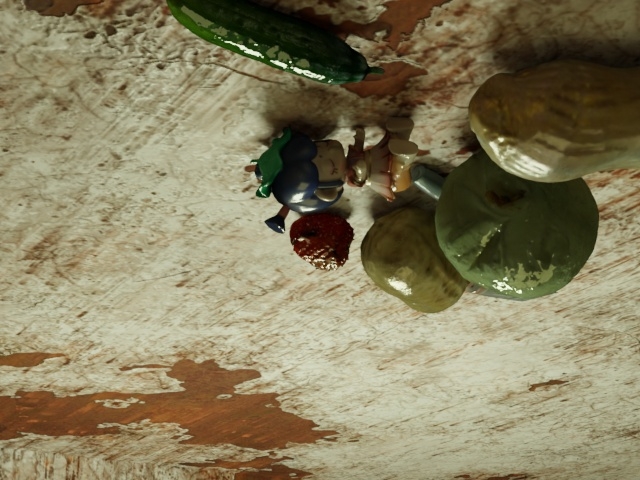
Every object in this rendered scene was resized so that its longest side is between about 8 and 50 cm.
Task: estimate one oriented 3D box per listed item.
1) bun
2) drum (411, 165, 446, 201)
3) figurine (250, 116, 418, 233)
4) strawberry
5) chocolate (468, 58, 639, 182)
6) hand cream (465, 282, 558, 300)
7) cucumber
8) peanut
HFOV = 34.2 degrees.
[{"bbox_3d":[0.231,-0.028,1.234,0.195,0.195,0.118,-7,162,11],"label":"bun"},{"bbox_3d":[0.226,-0.041,1.384,0.130,0.049,0.253,-24,140,17],"label":"drum"},{"bbox_3d":[0.015,-0.078,1.216,0.195,0.111,0.102,-2,136,2],"label":"figurine"},{"bbox_3d":[0.000,0.000,1.432,0.083,0.083,0.096,-23,139,39],"label":"strawberry"},{"bbox_3d":[0.310,-0.128,1.103,0.309,0.134,0.134,-2,156,-1],"label":"chocolate"},{"bbox_3d":[0.296,0.074,1.668,0.210,0.043,0.067,14,154,-43],"label":"hand cream"},{"bbox_3d":[-0.042,-0.194,1.020,0.250,0.056,0.056,16,150,-29],"label":"cucumber"},{"bbox_3d":[0.137,0.030,1.460,0.122,0.137,0.253,-52,144,1],"label":"peanut"}]
